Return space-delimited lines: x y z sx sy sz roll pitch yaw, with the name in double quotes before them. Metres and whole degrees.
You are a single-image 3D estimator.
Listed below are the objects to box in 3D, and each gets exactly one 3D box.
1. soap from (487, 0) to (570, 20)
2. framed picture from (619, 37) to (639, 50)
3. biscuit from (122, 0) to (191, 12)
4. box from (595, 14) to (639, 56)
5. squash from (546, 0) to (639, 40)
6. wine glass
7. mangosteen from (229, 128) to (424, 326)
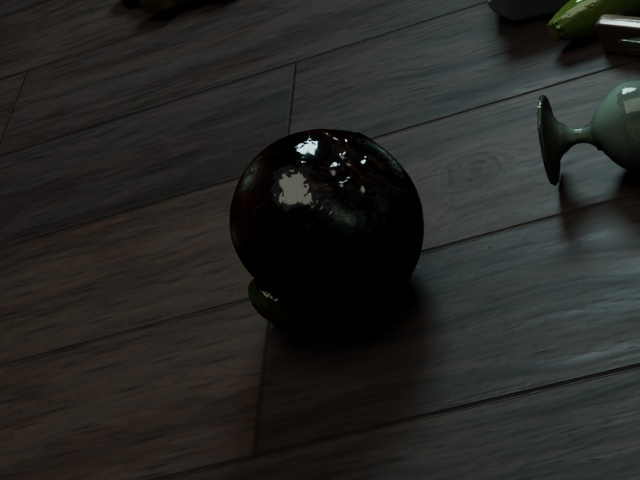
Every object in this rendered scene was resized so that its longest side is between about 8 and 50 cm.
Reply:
"soap" 0.299 -0.433 1.845 0.173 0.095 0.289 -10 47 14
"framed picture" 0.484 -0.206 1.473 0.197 0.014 0.252 -13 20 -42
"biscuit" -0.193 -0.475 2.295 0.278 0.043 0.301 7 46 41
"box" 0.385 -0.244 1.633 0.115 0.048 0.025 17 58 45
"squash" 0.374 -0.308 1.705 0.201 0.066 0.066 -29 35 -3
"wine glass" 0.355 -0.125 1.456 0.231 0.103 0.103 -8 39 18
"mangosteen" 0.005 -0.011 1.466 0.216 0.216 0.216 -17 36 13
